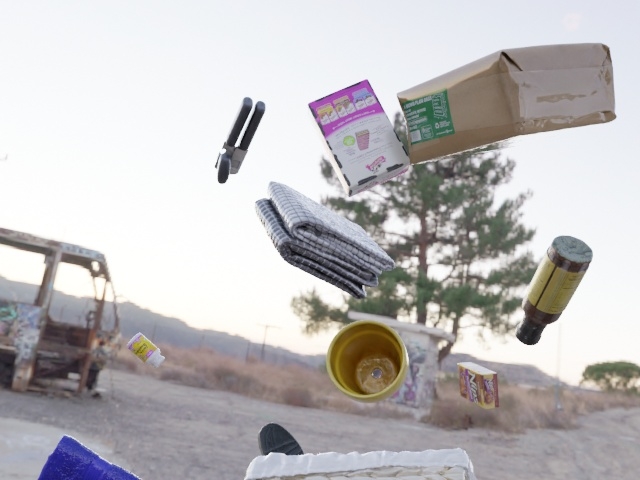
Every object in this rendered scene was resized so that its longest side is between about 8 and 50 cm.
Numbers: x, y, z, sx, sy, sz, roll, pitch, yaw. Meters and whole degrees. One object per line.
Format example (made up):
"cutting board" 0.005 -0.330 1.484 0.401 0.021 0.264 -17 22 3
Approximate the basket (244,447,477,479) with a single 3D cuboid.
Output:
"basket" 0.063 0.489 0.893 0.331 0.266 0.328 -8 -60 19

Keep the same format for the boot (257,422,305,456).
"boot" -0.082 0.506 1.361 0.085 0.236 0.178 -20 -20 -39

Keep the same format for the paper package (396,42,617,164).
"paper package" 0.375 -0.279 1.378 0.309 0.168 0.325 -12 3 -31

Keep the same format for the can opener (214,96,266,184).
"can opener" -0.230 -0.271 1.881 0.076 0.095 0.283 14 -43 -19

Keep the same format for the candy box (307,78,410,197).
"candy box" 0.088 -0.238 1.550 0.159 0.233 0.071 -23 -15 -6

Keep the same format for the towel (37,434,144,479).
"towel" -0.559 0.648 1.632 0.308 0.228 0.076 25 7 10

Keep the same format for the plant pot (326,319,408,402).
"plant pot" 0.166 0.411 2.164 0.254 0.254 0.239 5 -22 17

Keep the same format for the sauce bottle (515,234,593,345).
"sauce bottle" 0.593 0.140 1.735 0.111 0.111 0.344 9 -47 -3

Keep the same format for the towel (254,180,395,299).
"towel" 0.000 0.000 1.512 0.283 0.121 0.235 27 13 -29

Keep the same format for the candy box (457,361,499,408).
"candy box" 0.497 0.456 2.109 0.053 0.109 0.186 -4 1 -14

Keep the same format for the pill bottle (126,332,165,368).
"pill bottle" -0.392 0.250 1.502 0.083 0.043 0.043 40 -12 1
